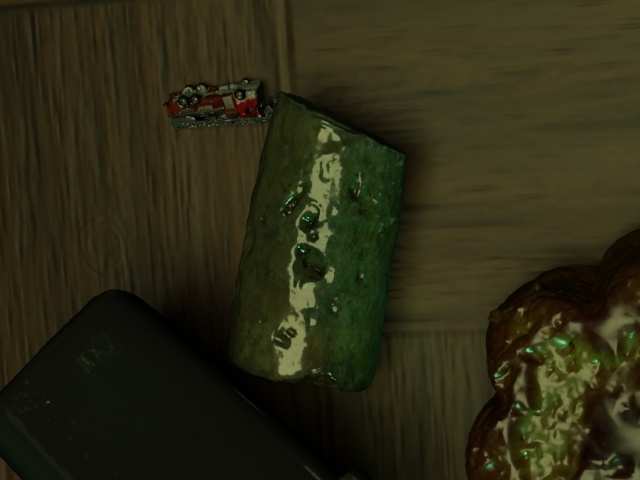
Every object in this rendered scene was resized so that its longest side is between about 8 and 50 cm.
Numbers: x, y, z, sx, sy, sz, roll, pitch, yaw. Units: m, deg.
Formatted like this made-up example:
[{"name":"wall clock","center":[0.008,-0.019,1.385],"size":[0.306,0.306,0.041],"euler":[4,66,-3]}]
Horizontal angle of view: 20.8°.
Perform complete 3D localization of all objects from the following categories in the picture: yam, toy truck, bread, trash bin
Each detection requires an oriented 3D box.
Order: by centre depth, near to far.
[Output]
[{"name":"bread","center":[0.204,0.118,1.149],"size":[0.232,0.135,0.246],"euler":[35,103,13]},{"name":"trash bin","center":[-0.078,0.183,1.190],"size":[0.290,0.209,0.182],"euler":[42,81,13]},{"name":"yam","center":[0.000,0.000,1.206],"size":[0.107,0.107,0.194],"euler":[12,98,14]},{"name":"toy truck","center":[-0.071,-0.098,1.256],"size":[0.083,0.024,0.032],"euler":[-6,117,18]}]
